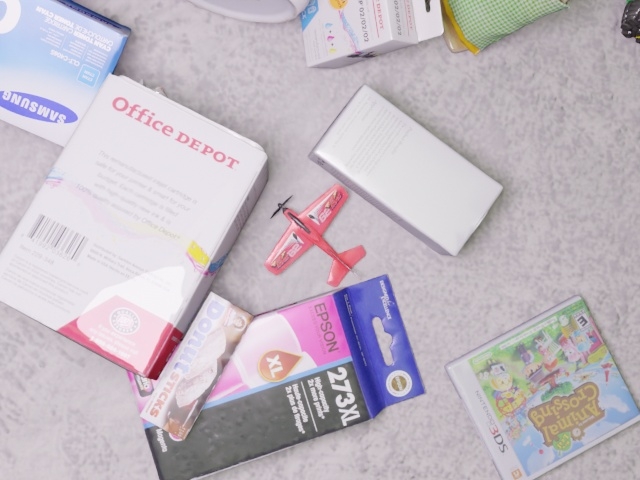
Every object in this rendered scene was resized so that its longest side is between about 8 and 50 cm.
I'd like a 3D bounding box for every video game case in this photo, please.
[{"bbox_3d":[0.305,0.208,1.257,0.212,0.023,0.193,-27,92,-5],"label":"video game case"}]

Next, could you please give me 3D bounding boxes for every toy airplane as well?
[{"bbox_3d":[0.000,0.000,1.231,0.151,0.028,0.151,0,90,-4],"label":"toy airplane"}]

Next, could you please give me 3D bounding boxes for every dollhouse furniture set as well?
[{"bbox_3d":[0.146,-0.379,1.151,0.151,0.197,0.301,-26,94,-30],"label":"dollhouse furniture set"}]

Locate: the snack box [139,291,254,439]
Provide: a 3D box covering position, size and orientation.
[{"bbox_3d":[-0.155,0.157,1.156,0.064,0.022,0.178,30,86,-2],"label":"snack box"}]

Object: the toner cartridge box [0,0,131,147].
[{"bbox_3d":[-0.425,-0.258,1.119,0.348,0.075,0.165,23,106,-16],"label":"toner cartridge box"}]

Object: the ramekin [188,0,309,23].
[{"bbox_3d":[-0.096,-0.350,1.138,0.207,0.207,0.109,13,85,-5],"label":"ramekin"}]

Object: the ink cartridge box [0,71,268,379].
[{"bbox_3d":[-0.228,-0.012,1.130,0.226,0.131,0.306,28,77,3],"label":"ink cartridge box"}]

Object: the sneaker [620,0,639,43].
[{"bbox_3d":[0.589,-0.320,1.239,0.343,0.134,0.146,12,87,-4],"label":"sneaker"}]

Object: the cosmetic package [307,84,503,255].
[{"bbox_3d":[0.111,-0.090,1.217,0.231,0.085,0.117,37,86,-5],"label":"cosmetic package"}]

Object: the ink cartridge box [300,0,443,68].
[{"bbox_3d":[0.060,-0.291,1.171,0.061,0.181,0.104,-8,89,-49],"label":"ink cartridge box"}]

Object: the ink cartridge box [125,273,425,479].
[{"bbox_3d":[-0.055,0.181,1.208,0.371,0.069,0.176,-18,90,-8],"label":"ink cartridge box"}]

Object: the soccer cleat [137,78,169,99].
[{"bbox_3d":[-0.210,-0.183,1.216,0.083,0.029,0.036,28,91,0],"label":"soccer cleat"}]
